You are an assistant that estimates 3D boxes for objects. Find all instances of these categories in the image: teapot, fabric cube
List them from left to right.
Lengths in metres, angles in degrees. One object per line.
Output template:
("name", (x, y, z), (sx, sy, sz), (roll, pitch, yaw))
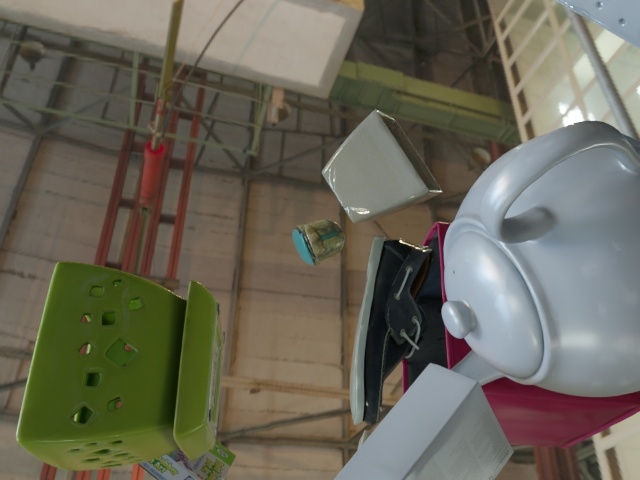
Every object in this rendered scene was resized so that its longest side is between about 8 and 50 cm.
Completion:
("fabric cube", (0.271, 0.147, 0.944), (0.258, 0.254, 0.259), (4, -121, -4))
("teapot", (0.191, 0.031, 0.552), (0.187, 0.252, 0.256), (-20, -82, -14))

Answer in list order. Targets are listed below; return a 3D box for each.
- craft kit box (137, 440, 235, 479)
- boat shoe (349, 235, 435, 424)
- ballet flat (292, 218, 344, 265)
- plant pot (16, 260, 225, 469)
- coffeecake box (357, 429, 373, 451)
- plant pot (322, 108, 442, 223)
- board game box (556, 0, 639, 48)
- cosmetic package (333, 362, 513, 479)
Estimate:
("craft kit box", (-0.298, 0.416, 1.292), (0.247, 0.250, 0.061), (40, -92, 1))
("boat shoe", (0.077, 0.090, 0.685), (0.079, 0.084, 0.233), (11, -131, 7))
("ballet flat", (0.000, 0.000, 1.651), (0.123, 0.348, 0.123), (0, -91, -6))
("plant pot", (-0.237, 0.174, 0.837), (0.207, 0.227, 0.228), (2, -117, -4))
("coffeecake box", (0.142, 0.522, 1.371), (0.142, 0.068, 0.185), (15, -130, 1))
("plant pot", (0.068, -0.076, 0.752), (0.109, 0.096, 0.109), (57, -162, 7))
("board game box", (0.481, -0.395, 0.793), (0.050, 0.390, 0.390), (-41, -113, -17))
("cosmetic package", (0.053, 0.221, 0.510), (0.239, 0.060, 0.099), (-44, -61, -24))
